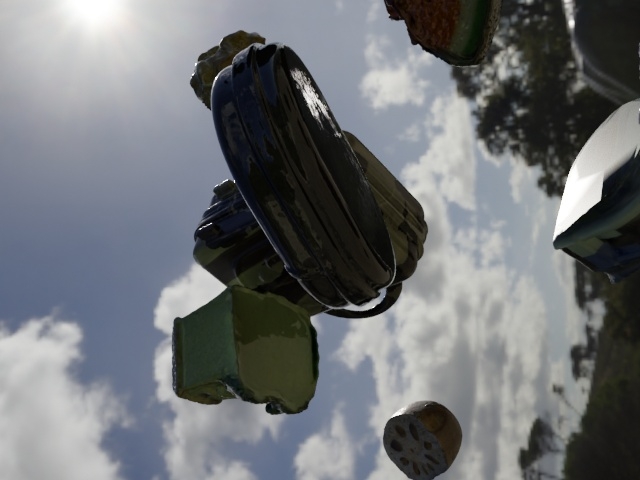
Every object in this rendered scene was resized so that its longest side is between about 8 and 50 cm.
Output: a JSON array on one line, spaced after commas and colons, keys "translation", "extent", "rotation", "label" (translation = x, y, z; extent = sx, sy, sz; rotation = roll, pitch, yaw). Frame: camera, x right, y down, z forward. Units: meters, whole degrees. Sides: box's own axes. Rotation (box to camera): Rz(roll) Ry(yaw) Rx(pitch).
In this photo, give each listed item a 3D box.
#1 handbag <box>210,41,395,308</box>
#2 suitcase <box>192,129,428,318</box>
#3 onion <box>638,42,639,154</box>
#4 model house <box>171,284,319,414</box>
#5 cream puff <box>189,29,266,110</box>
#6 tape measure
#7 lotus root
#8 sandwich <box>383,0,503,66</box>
[{"translation": [-0.015, -0.069, 0.936], "extent": [0.308, 0.093, 0.254], "rotation": [60, -167, -23], "label": "handbag"}, {"translation": [0.000, 0.000, 1.452], "extent": [0.339, 0.351, 0.194], "rotation": [41, -139, -30], "label": "suitcase"}, {"translation": [0.439, -0.112, 0.818], "extent": [0.272, 0.230, 0.256], "rotation": [78, -179, -61], "label": "onion"}, {"translation": [-0.131, 0.199, 1.367], "extent": [0.214, 0.189, 0.195], "rotation": [22, -127, -50], "label": "model house"}, {"translation": [-0.131, -0.275, 1.364], "extent": [0.121, 0.156, 0.156], "rotation": [89, -171, -51], "label": "cream puff"}, {"translation": [0.505, -0.097, 1.372], "extent": [0.262, 0.138, 0.259], "rotation": [-46, 21, 63], "label": "tape measure"}, {"translation": [0.157, 0.304, 1.329], "extent": [0.112, 0.122, 0.081], "rotation": [46, -133, 3], "label": "lotus root"}, {"translation": [0.150, -0.369, 1.122], "extent": [0.109, 0.212, 0.292], "rotation": [-44, -70, -47], "label": "sandwich"}]
